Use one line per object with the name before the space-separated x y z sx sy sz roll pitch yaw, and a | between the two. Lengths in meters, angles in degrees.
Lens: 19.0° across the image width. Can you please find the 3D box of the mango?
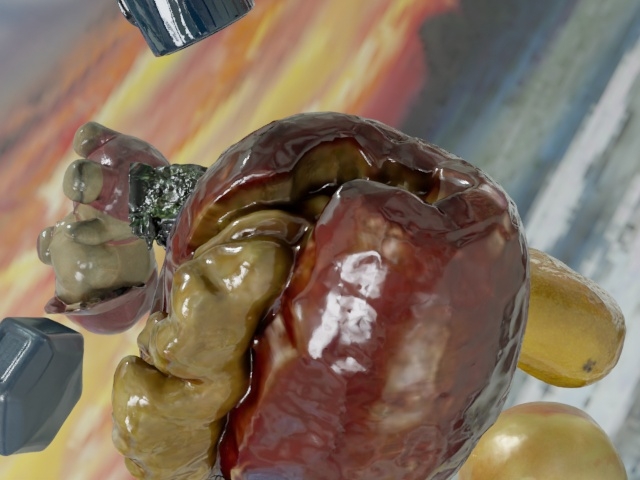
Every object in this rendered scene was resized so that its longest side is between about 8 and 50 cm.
mango | 0.205 0.067 1.862 0.109 0.157 0.262 -49 -36 19

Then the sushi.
sushi | -0.137 -0.029 1.799 0.084 0.083 0.056 -92 -3 -46

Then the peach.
peach | 0.232 0.254 2.015 0.184 0.184 0.184 -59 -9 -16

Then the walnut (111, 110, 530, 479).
walnut | -0.013 0.046 1.100 0.244 0.221 0.269 -15 -38 -22

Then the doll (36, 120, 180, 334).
doll | -0.264 -0.003 2.312 0.196 0.152 0.255 -33 -42 -51

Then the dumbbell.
dumbbell | -0.412 0.114 2.071 0.143 0.316 0.156 -39 -37 -48

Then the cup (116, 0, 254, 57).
cup | -0.140 -0.255 1.793 0.113 0.138 0.150 -28 11 -5
